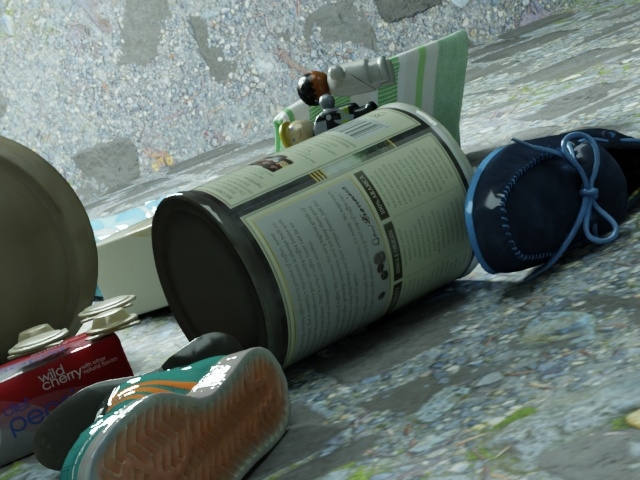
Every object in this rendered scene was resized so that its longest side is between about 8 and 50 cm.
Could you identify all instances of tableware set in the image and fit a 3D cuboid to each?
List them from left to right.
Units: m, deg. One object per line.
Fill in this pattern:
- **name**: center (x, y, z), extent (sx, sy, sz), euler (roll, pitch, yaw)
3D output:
- **tableware set**: center (-0.254, 0.091, 1.547), extent (0.141, 0.020, 0.168), euler (-19, 8, -8)

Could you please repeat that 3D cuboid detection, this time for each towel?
- **towel**: center (0.077, -0.160, 2.222), extent (0.325, 0.248, 0.038), euler (-24, 51, -21)

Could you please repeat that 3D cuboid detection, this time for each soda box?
- **soda box**: center (-0.319, 0.174, 1.523), extent (0.263, 0.083, 0.092), euler (-23, 10, -12)

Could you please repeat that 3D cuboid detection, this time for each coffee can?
- **coffee can**: center (0.000, 0.000, 1.499), extent (0.275, 0.201, 0.201), euler (-25, 11, -30)

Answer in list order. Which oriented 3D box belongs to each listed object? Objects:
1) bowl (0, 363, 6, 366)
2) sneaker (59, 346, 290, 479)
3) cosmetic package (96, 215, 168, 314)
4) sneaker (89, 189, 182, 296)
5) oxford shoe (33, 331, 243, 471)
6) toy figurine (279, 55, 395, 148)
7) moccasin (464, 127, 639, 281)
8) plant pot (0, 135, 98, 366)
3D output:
- **bowl**: center (-0.323, 0.168, 1.653), extent (0.142, 0.053, 0.142), euler (-18, 10, 5)
- **sneaker**: center (-0.133, 0.165, 1.178), extent (0.121, 0.108, 0.302), euler (-16, 3, 24)
- **cosmetic package**: center (-0.144, 0.002, 1.943), extent (0.309, 0.113, 0.160), euler (-17, 9, 43)
- **sneaker**: center (-0.298, 0.000, 2.305), extent (0.208, 0.127, 0.319), euler (-28, 23, -31)
- **oxford shoe**: center (-0.163, 0.161, 1.396), extent (0.212, 0.076, 0.076), euler (-24, -20, -7)
- **toy figurine**: center (0.040, -0.128, 2.022), extent (0.148, 0.209, 0.213), euler (-12, 37, 20)
- **moccasin**: center (0.259, -0.063, 1.531), extent (0.117, 0.138, 0.342), euler (-8, 16, 34)
- **plant pot**: center (-0.458, 0.055, 1.761), extent (0.323, 0.323, 0.280), euler (-17, 12, 16)
